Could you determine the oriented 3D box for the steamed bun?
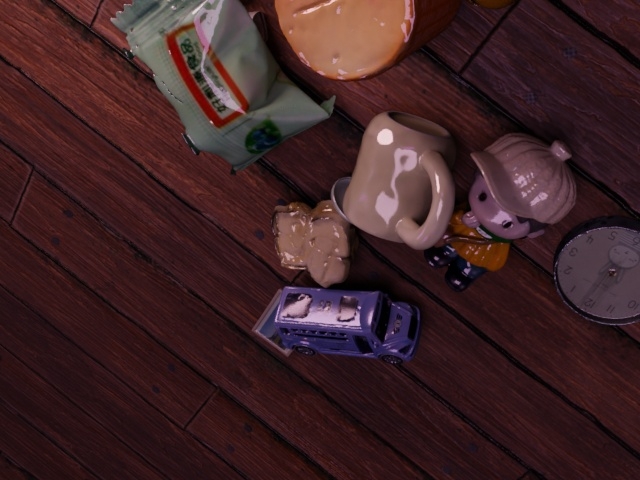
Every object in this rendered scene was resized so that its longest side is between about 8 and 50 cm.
[{"bbox_3d":[0.000,0.000,1.584,0.178,0.106,0.192,2,116,27],"label":"steamed bun"}]

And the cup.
[{"bbox_3d":[0.143,-0.105,1.372,0.173,0.255,0.202,17,113,-3],"label":"cup"}]

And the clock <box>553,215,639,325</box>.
[{"bbox_3d":[0.542,0.060,1.426,0.215,0.042,0.214,9,119,18],"label":"clock"}]

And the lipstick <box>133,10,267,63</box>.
[{"bbox_3d":[-0.232,-0.399,1.492,0.253,0.079,0.077,-3,118,18],"label":"lipstick"}]

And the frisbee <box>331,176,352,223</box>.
[{"bbox_3d":[0.069,-0.077,1.513,0.110,0.110,0.014,45,139,-3],"label":"frisbee"}]

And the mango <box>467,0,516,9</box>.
[{"bbox_3d":[0.287,-0.473,1.204,0.236,0.166,0.136,91,154,-47],"label":"mango"}]

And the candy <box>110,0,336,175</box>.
[{"bbox_3d":[-0.183,-0.314,1.420,0.263,0.172,0.398,-26,119,28],"label":"candy"}]

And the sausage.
[{"bbox_3d":[0.089,-0.397,1.239,0.233,0.287,0.233,12,119,22],"label":"sausage"}]

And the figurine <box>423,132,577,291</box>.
[{"bbox_3d":[0.327,-0.057,1.403,0.185,0.204,0.332,47,151,13],"label":"figurine"}]

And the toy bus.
[{"bbox_3d":[0.058,0.169,1.603,0.292,0.125,0.133,3,148,22],"label":"toy bus"}]

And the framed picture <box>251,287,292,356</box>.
[{"bbox_3d":[-0.083,0.190,1.765,0.109,0.011,0.149,35,123,2],"label":"framed picture"}]
